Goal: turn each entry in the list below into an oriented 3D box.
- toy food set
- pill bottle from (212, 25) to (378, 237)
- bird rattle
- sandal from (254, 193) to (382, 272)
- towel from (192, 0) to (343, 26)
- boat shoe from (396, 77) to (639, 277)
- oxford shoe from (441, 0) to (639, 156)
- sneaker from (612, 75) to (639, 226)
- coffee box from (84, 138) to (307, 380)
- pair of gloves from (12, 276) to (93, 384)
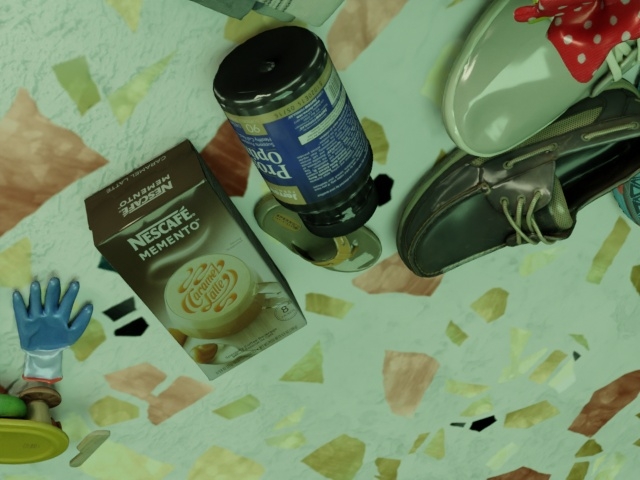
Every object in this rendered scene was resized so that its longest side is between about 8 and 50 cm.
[{"bbox_3d":[-0.377,0.219,1.096,0.217,0.071,0.128,9,143,-23],"label":"toy food set"},{"bbox_3d":[-0.015,-0.107,0.959,0.122,0.123,0.219,-29,132,0],"label":"pill bottle"},{"bbox_3d":[0.244,-0.273,0.799,0.143,0.253,0.207,38,108,-14],"label":"bird rattle"},{"bbox_3d":[0.000,0.000,1.088,0.180,0.049,0.072,26,111,-32],"label":"sandal"},{"bbox_3d":[-0.083,-0.287,0.742,0.312,0.056,0.324,11,160,-26],"label":"towel"},{"bbox_3d":[0.251,-0.066,1.085,0.355,0.130,0.132,-37,127,6],"label":"boat shoe"},{"bbox_3d":[0.322,-0.253,0.980,0.449,0.130,0.169,-39,124,7],"label":"oxford shoe"},{"bbox_3d":[0.446,-0.107,1.133,0.104,0.125,0.262,-13,126,-11],"label":"sneaker"},{"bbox_3d":[-0.138,0.028,1.025,0.141,0.098,0.246,-32,128,2],"label":"coffee box"},{"bbox_3d":[-0.369,0.103,1.039,0.198,0.023,0.159,6,120,-24],"label":"pair of gloves"}]
